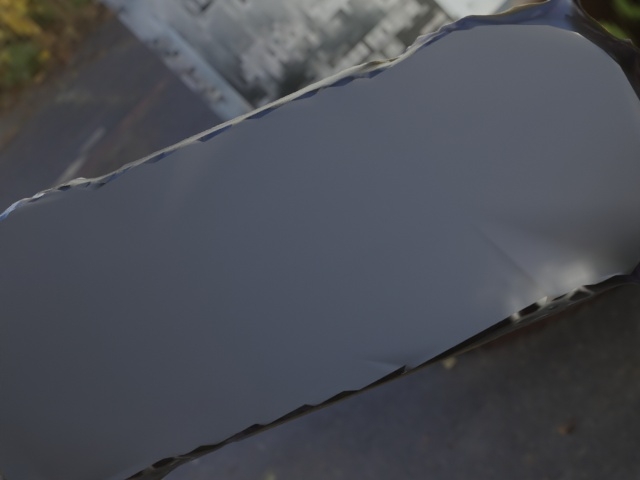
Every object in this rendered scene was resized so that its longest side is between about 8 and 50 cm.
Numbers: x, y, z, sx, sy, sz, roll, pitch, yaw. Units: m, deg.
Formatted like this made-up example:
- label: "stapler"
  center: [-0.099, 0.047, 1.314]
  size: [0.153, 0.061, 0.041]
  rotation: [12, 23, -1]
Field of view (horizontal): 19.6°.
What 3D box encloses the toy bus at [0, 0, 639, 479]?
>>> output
- label: "toy bus"
  center: [0.000, 0.000, 1.001]
  size: [0.386, 0.171, 0.162]
  rotation: [-22, 1, 9]
